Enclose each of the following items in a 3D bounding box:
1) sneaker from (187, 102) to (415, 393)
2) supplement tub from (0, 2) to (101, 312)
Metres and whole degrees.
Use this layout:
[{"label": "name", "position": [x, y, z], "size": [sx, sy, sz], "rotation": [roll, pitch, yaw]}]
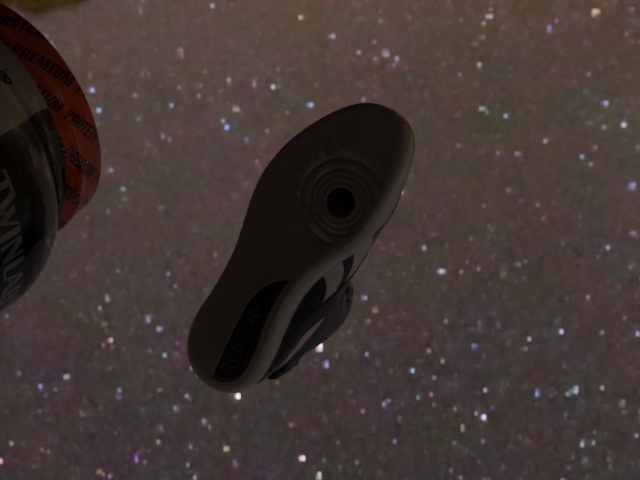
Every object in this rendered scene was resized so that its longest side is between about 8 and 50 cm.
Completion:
[{"label": "sneaker", "position": [0.000, 0.000, 0.714], "size": [0.079, 0.217, 0.121], "rotation": [41, -160, 16]}, {"label": "supplement tub", "position": [-0.292, -0.001, 0.585], "size": [0.207, 0.207, 0.338], "rotation": [16, -140, 29]}]
